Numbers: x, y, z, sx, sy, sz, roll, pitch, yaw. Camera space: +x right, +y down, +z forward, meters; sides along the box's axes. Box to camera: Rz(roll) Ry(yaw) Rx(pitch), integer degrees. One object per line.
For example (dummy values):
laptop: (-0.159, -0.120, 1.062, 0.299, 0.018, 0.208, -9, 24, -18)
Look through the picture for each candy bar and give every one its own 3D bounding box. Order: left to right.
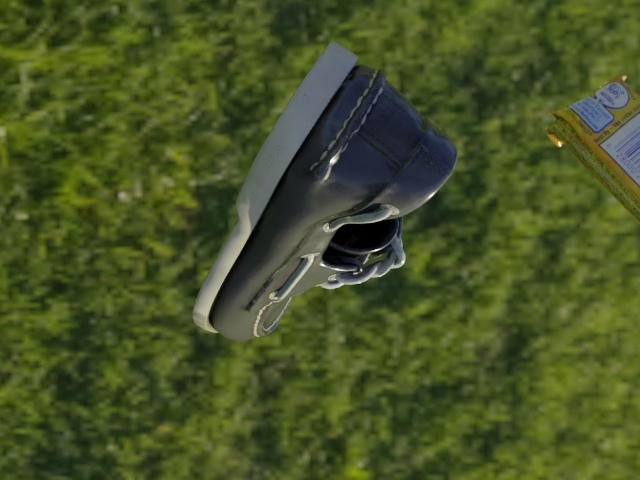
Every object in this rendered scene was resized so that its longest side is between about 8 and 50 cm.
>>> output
candy bar: (0.139, 0.000, 0.615, 0.040, 0.161, 0.018, -37, 153, -4)

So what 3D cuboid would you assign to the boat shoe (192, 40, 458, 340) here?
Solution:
boat shoe: (0.000, 0.000, 0.671, 0.075, 0.065, 0.206, -59, 178, -26)
